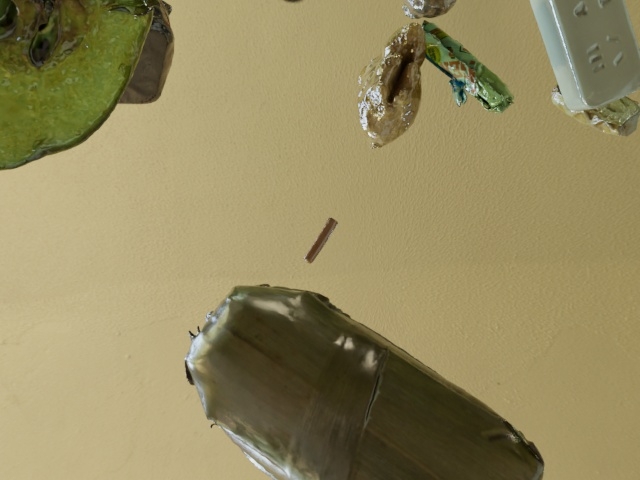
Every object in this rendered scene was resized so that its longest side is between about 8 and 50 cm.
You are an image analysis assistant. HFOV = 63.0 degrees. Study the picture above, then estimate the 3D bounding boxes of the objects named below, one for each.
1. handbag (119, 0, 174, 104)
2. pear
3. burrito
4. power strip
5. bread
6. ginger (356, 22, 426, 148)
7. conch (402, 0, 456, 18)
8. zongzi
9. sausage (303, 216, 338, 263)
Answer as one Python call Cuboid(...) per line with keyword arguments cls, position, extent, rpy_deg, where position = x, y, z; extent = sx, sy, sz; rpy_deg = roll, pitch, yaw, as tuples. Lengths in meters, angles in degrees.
Cuboid(cls="handbag", position=(-0.397, -0.423, 1.084), extent=(0.181, 0.254, 0.181), rpy_deg=(-7, -112, -26))
Cuboid(cls="pear", position=(-0.329, -0.201, 0.573), extent=(0.164, 0.238, 0.255), rpy_deg=(51, -44, 21))
Cuboid(cls="burrito", position=(0.304, -0.368, 1.151), extent=(0.054, 0.104, 0.288), rpy_deg=(-28, -115, -31))
Cuboid(cls="power strip", position=(0.305, -0.357, 0.657), extent=(0.091, 0.062, 0.385), rpy_deg=(-24, -78, 4))
Cuboid(cls="bread", position=(0.720, -0.352, 1.373), extent=(0.128, 0.088, 0.232), rpy_deg=(-34, -124, -13))
Cuboid(cls="ginger", position=(0.135, -0.360, 1.130), extent=(0.166, 0.236, 0.375), rpy_deg=(-9, -136, -4))
Cuboid(cls="conch", position=(0.252, -0.552, 1.167), extent=(0.155, 0.207, 0.130), rpy_deg=(-14, -87, -9))
Cuboid(cls="zongzi", position=(0.026, 0.144, 0.439), extent=(0.251, 0.274, 0.125), rpy_deg=(32, -100, 15))
Cuboid(cls="sausage", position=(0.000, 0.000, 1.171), extent=(0.026, 0.026, 0.116), rpy_deg=(32, -98, 8))
